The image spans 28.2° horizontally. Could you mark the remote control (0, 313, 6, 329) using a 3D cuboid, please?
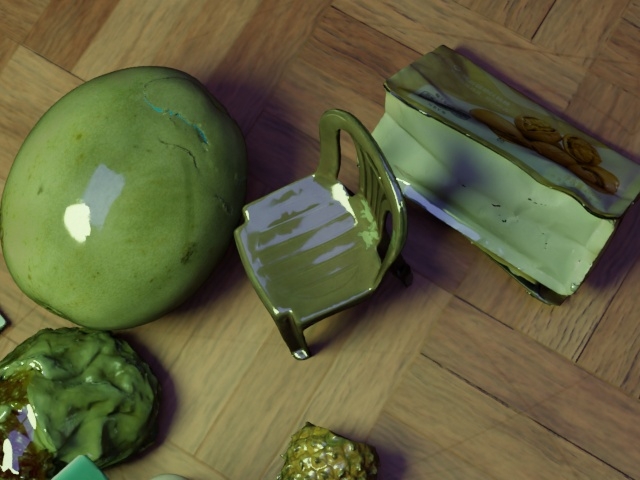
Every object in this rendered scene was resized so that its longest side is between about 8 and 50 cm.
[{"bbox_3d":[-0.467,0.136,1.587,0.162,0.029,0.061,-42,73,0],"label":"remote control"}]

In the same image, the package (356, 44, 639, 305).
[{"bbox_3d":[0.210,-0.075,1.523,0.311,0.221,0.165,33,121,11],"label":"package"}]

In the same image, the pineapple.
[{"bbox_3d":[-0.016,0.338,1.447,0.125,0.125,0.251,21,85,11],"label":"pineapple"}]

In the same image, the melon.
[{"bbox_3d":[-0.225,-0.056,1.487,0.268,0.268,0.330,24,73,12],"label":"melon"}]

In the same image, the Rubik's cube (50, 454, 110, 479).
[{"bbox_3d":[-0.266,0.429,1.240,0.358,0.368,0.387,47,59,6],"label":"Rubik's cube"}]

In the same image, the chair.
[{"bbox_3d":[0.000,0.000,1.417,0.183,0.326,0.175,-27,73,-1],"label":"chair"}]

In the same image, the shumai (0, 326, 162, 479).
[{"bbox_3d":[-0.325,0.190,1.467,0.256,0.218,0.189,-21,80,4],"label":"shumai"}]

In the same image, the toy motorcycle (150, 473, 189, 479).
[{"bbox_3d":[-0.183,0.393,1.449,0.112,0.112,0.254,1,77,7],"label":"toy motorcycle"}]
